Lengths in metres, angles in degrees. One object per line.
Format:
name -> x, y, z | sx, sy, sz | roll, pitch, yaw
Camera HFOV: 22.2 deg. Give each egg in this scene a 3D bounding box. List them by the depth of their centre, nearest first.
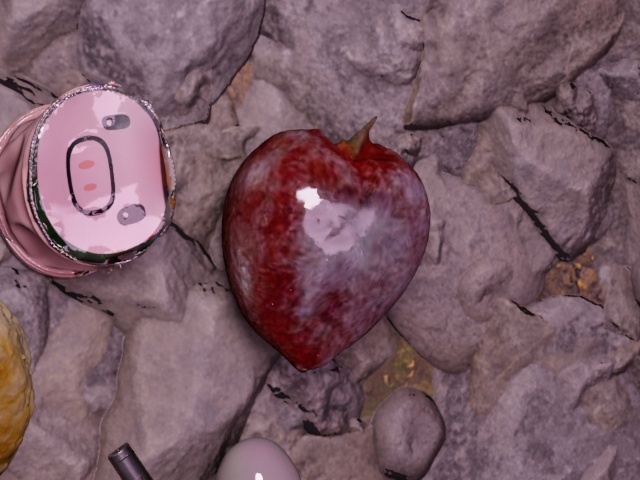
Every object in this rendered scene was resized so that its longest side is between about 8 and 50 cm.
egg -> -0.070, 0.292, 1.861 | 0.103, 0.103, 0.135 | -13, 94, -24

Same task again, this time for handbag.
handbag -> -0.256, -0.062, 1.757 | 0.179, 0.116, 0.205 | -11, 95, -25

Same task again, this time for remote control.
remote control -> -0.205, 0.273, 1.846 | 0.034, 0.016, 0.091 | -36, 105, -15

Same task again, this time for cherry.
cherry -> 0.000, 0.000, 1.832 | 0.230, 0.203, 0.300 | 9, 96, -32

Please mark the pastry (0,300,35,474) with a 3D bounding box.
pastry -> -0.441, 0.147, 1.611 | 0.329, 0.136, 0.330 | -8, 124, -12
